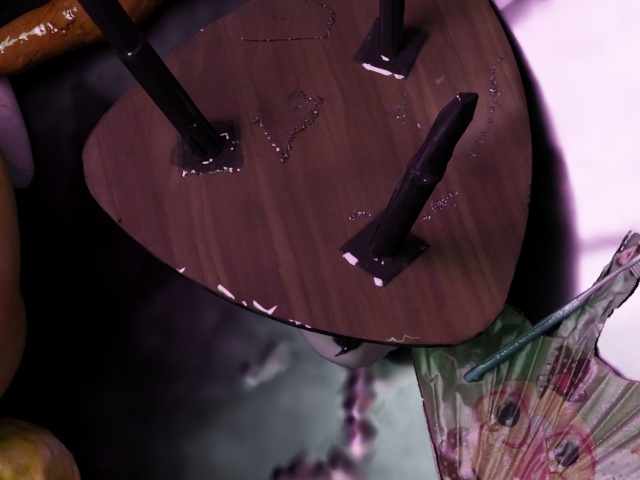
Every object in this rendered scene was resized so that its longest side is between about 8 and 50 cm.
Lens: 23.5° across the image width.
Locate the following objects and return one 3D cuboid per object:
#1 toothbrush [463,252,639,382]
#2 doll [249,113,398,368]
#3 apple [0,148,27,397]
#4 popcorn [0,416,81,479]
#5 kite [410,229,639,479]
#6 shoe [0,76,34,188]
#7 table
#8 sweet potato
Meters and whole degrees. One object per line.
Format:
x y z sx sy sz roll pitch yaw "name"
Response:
0.165 0.053 1.050 0.167 0.011 0.014 -37 75 20 "toothbrush"
0.006 0.005 1.093 0.180 0.107 0.110 55 130 30 "doll"
-0.361 0.015 1.089 0.277 0.319 0.319 -10 78 -18 "apple"
-0.303 0.274 1.183 0.286 0.174 0.225 -20 92 12 "popcorn"
0.160 0.115 1.061 0.323 0.013 0.267 28 98 27 "kite"
-0.296 -0.123 1.263 0.195 0.079 0.078 40 103 26 "shoe"
-0.018 -0.116 0.954 0.317 0.249 0.317 -2 63 3 "table"
-0.173 -0.189 1.217 0.274 0.067 0.067 -27 74 11 "sweet potato"
